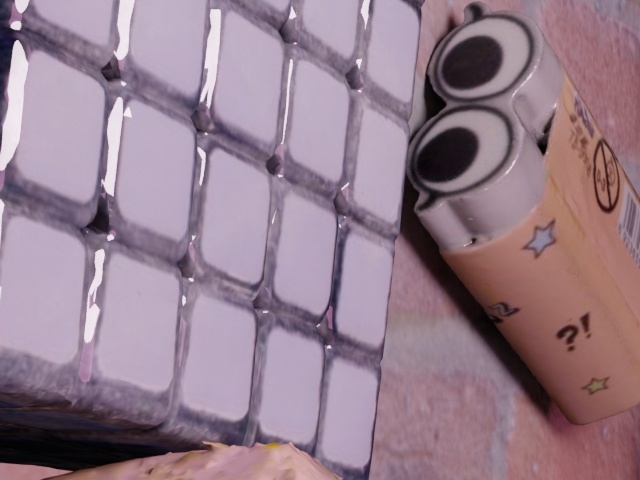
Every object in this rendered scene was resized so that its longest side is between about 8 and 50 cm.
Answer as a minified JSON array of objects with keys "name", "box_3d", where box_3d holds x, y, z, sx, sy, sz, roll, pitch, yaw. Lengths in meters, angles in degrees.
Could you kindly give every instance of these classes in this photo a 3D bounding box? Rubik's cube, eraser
[{"name":"Rubik's cube","box_3d":[-0.122,-0.047,0.597,0.237,0.237,0.238,23,68,-56]},{"name":"eraser","box_3d":[0.160,-0.013,1.213,0.290,0.087,0.171,50,46,-47]}]

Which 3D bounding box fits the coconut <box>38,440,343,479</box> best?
[{"name":"coconut","box_3d":[-0.047,0.169,0.509,0.233,0.245,0.233,168,-90,-87]}]
